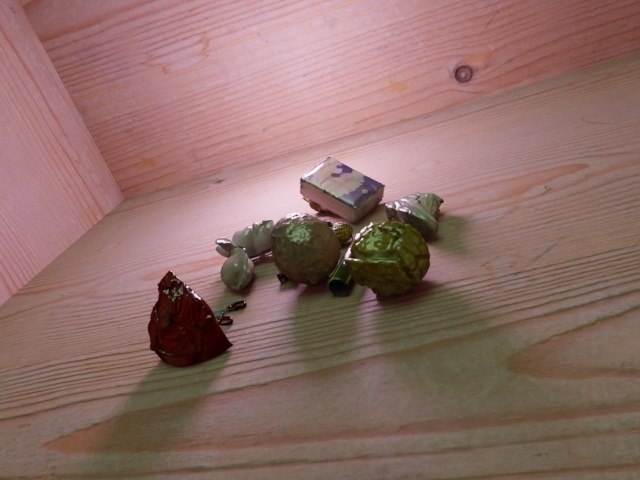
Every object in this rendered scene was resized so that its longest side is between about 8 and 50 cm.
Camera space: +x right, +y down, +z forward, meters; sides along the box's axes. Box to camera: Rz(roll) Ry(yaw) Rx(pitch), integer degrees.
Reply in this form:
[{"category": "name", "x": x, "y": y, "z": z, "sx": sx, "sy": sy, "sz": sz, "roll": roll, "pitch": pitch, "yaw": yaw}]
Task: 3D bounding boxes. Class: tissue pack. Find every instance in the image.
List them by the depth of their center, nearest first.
[{"category": "tissue pack", "x": 0.096, "y": -0.244, "z": 2.447, "sx": 0.344, "sy": 0.125, "sz": 0.242, "roll": 32, "pitch": 52, "yaw": 25}]

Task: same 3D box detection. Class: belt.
[{"category": "belt", "x": -0.073, "y": 0.098, "z": 2.121, "sx": 0.232, "sy": 0.053, "sz": 0.071, "roll": -33, "pitch": 30, "yaw": -25}]

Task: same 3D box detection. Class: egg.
[{"category": "egg", "x": -0.060, "y": 0.028, "z": 1.974, "sx": 0.279, "sy": 0.279, "sz": 0.310, "roll": -22, "pitch": 55, "yaw": -4}]

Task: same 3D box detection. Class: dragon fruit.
[{"category": "dragon fruit", "x": -0.497, "y": 0.268, "z": 1.856, "sx": 0.302, "sy": 0.330, "sz": 0.240, "roll": -22, "pitch": 3, "yaw": 2}]

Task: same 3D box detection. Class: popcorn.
[{"category": "popcorn", "x": 0.236, "y": 0.061, "z": 1.738, "sx": 0.282, "sy": 0.247, "sz": 0.282, "roll": -25, "pitch": 35, "yaw": 20}]

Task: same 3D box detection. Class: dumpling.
[{"category": "dumpling", "x": -0.339, "y": 0.110, "z": 2.171, "sx": 0.142, "sy": 0.172, "sz": 0.247, "roll": 2, "pitch": 18, "yaw": -27}]

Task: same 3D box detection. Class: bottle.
[{"category": "bottle", "x": 0.111, "y": 0.095, "z": 1.950, "sx": 0.082, "sy": 0.082, "sz": 0.286, "roll": -7, "pitch": 27, "yaw": 28}]

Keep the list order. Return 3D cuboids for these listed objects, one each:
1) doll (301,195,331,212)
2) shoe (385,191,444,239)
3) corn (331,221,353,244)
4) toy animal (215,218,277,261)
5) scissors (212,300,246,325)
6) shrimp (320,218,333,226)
[{"category": "doll", "x": -0.001, "y": -0.193, "z": 2.595, "sx": 0.221, "sy": 0.105, "sz": 0.115, "roll": 2, "pitch": 17, "yaw": 37}, {"category": "shoe", "x": 0.414, "y": -0.122, "z": 2.103, "sx": 0.210, "sy": 0.132, "sz": 0.342, "roll": -28, "pitch": 22, "yaw": -9}, {"category": "corn", "x": 0.000, "y": 0.000, "z": 2.222, "sx": 0.293, "sy": 0.106, "sz": 0.106, "roll": -18, "pitch": 24, "yaw": 14}, {"category": "toy animal", "x": -0.301, "y": 0.005, "z": 2.314, "sx": 0.325, "sy": 0.154, "sz": 0.208, "roll": -17, "pitch": -14, "yaw": -15}, {"category": "scissors", "x": -0.416, "y": 0.287, "z": 2.039, "sx": 0.248, "sy": 0.017, "sz": 0.144, "roll": -6, "pitch": 28, "yaw": 31}, {"category": "shrimp", "x": -0.062, "y": -0.020, "z": 2.164, "sx": 0.249, "sy": 0.068, "sz": 0.150, "roll": -29, "pitch": 62, "yaw": 13}]
